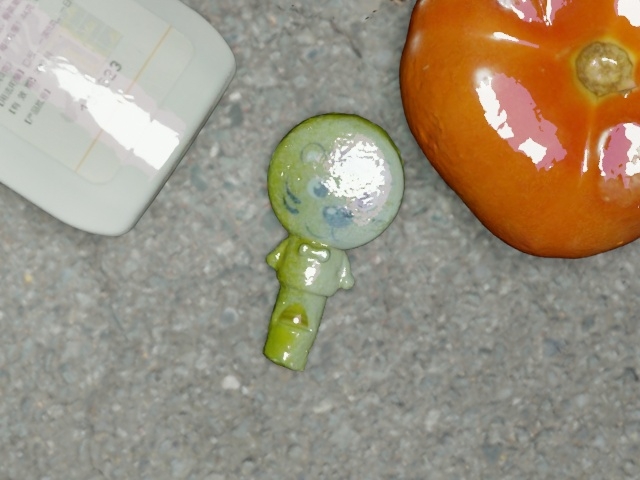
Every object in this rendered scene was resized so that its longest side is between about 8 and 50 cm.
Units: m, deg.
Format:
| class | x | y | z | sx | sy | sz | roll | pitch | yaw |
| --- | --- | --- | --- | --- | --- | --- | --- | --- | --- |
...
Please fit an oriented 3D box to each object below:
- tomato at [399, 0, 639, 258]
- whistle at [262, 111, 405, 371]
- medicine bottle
| class | x | y | z | sx | sy | sz | roll | pitch | yaw |
| --- | --- | --- | --- | --- | --- | --- | --- | --- | --- |
| tomato | 0.183 | -0.119 | 1.083 | 0.260 | 0.180 | 0.260 | 0 | 89 | -8 |
| whistle | 0.000 | 0.000 | 1.131 | 0.104 | 0.057 | 0.198 | 16 | 97 | 3 |
| medicine bottle | -0.233 | -0.151 | 1.058 | 0.324 | 0.124 | 0.179 | 33 | 87 | -9 |
